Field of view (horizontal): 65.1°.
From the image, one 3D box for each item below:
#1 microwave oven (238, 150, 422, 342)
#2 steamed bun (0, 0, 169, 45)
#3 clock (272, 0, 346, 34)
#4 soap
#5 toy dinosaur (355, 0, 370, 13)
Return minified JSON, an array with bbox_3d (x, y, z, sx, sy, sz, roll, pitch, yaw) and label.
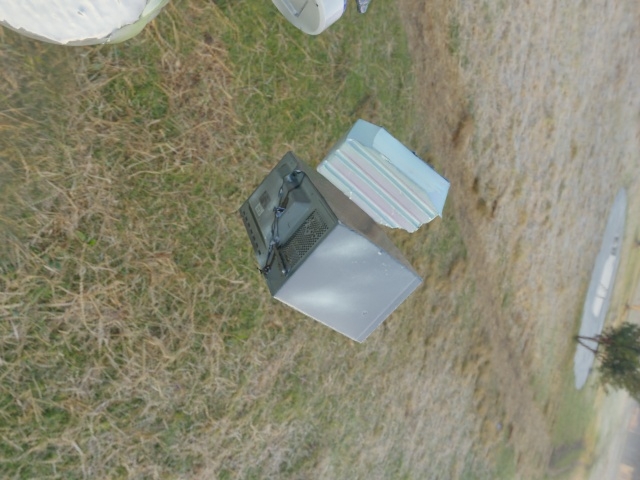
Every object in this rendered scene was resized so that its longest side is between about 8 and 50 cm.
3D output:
[{"bbox_3d":[0.000,0.000,1.324,0.375,0.432,0.236,32,105,-34],"label":"microwave oven"},{"bbox_3d":[-0.298,-0.398,0.578,0.309,0.310,0.308,-23,120,-48],"label":"steamed bun"},{"bbox_3d":[-0.047,-0.583,1.129,0.083,0.230,0.230,-42,136,-12],"label":"clock"},{"bbox_3d":[0.127,-0.122,0.977,0.231,0.145,0.091,40,50,-10],"label":"soap"},{"bbox_3d":[0.164,-0.656,0.933,0.331,0.130,0.383,-49,154,-43],"label":"toy dinosaur"}]
